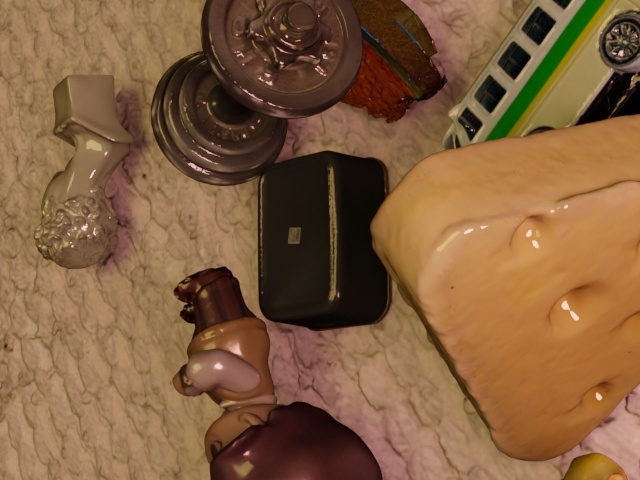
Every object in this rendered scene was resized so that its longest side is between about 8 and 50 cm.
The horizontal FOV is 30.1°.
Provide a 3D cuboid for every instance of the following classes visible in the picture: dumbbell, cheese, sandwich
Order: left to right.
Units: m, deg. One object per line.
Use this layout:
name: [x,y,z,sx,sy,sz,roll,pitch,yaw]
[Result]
dumbbell: [-0.082,-0.181,1.358,0.406,0.179,0.179,149,122,-68]
sandwich: [0.059,-0.224,1.360,0.235,0.079,0.159,31,148,42]
cheese: [0.251,0.011,1.039,0.384,0.384,0.104,-52,44,24]

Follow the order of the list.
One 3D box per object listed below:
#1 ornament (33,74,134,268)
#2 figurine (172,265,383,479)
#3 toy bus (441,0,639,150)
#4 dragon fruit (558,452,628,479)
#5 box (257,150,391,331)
ornament: [-0.334,-0.099,1.708,0.130,0.121,0.285,12,92,65]
figurine: [-0.086,0.213,1.311,0.365,0.206,0.218,52,150,22]
toy bus: [0.241,-0.142,1.155,0.276,0.134,0.164,-55,51,21]
dragon fruit: [0.223,0.316,1.026,0.224,0.224,0.227,-21,31,40]
box: [0.000,0.000,1.390,0.145,0.090,0.200,-9,76,42]
